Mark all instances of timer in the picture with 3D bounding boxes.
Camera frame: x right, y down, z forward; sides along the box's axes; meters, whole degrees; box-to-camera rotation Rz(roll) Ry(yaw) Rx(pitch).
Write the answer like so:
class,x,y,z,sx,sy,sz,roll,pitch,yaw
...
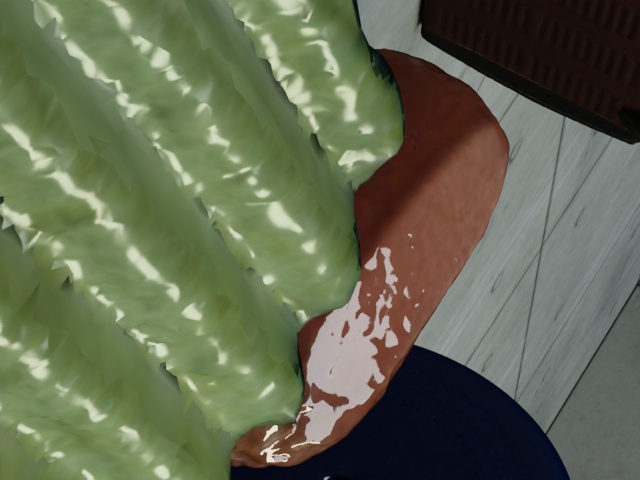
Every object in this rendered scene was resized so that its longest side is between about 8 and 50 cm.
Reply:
class,x,y,z,sx,sy,sz,roll,pitch,yaw
timer,-0.002,0.276,1.054,0.270,0.270,0.384,-46,151,-43

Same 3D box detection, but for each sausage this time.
class,x,y,z,sx,sy,sz,roll,pitch,yaw
sausage,0.000,0.000,0.915,0.254,0.148,0.148,-48,161,-23

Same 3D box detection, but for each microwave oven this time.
class,x,y,z,sx,sy,sz,roll,pitch,yaw
microwave oven,0.197,-0.210,1.094,0.247,0.178,0.188,-51,159,-30

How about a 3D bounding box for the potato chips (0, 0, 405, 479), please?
class,x,y,z,sx,sy,sz,roll,pitch,yaw
potato chips,-0.103,-0.017,0.579,0.358,0.070,0.429,-52,147,-12
